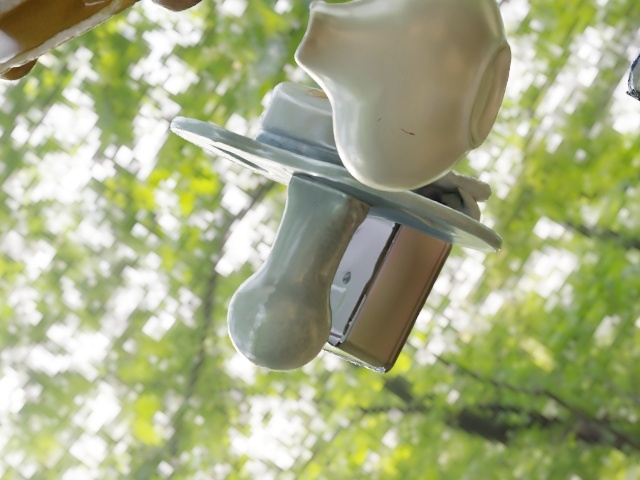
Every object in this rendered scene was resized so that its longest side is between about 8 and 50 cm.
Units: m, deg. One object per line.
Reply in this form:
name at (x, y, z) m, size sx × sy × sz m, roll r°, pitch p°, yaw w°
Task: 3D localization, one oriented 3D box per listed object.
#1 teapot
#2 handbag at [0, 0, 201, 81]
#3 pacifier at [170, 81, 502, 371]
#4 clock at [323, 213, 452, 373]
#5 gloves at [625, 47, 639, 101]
teapot at (0.063, -0.097, 1.087) m, size 0.145 × 0.092 × 0.226 m, roll -68°, pitch -19°, yaw 1°
handbag at (-0.102, -0.255, 1.171) m, size 0.283 × 0.133 × 0.401 m, roll -20°, pitch 26°, yaw 48°
pacifier at (0.000, 0.000, 1.499) m, size 0.244 × 0.299 × 0.233 m, roll 34°, pitch -101°, yaw -57°
clock at (0.029, 0.033, 1.714) m, size 0.071 × 0.192 × 0.147 m, roll 30°, pitch -97°, yaw -26°
gloves at (0.234, -0.118, 1.155) m, size 0.064 × 0.026 × 0.086 m, roll 20°, pitch -64°, yaw -24°
